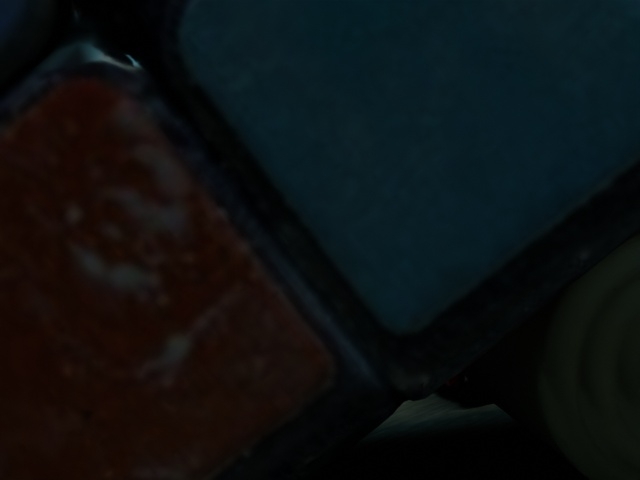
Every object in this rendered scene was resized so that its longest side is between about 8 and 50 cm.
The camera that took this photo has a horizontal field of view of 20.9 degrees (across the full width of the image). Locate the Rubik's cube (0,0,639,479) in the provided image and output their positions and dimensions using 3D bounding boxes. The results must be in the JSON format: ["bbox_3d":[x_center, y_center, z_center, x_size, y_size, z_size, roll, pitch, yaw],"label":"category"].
[{"bbox_3d":[-0.069,-0.081,0.668,0.316,0.318,0.313,-38,5,1],"label":"Rubik's cube"}]

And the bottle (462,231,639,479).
[{"bbox_3d":[0.120,0.041,0.684,0.104,0.104,0.245,-10,6,-6],"label":"bottle"}]

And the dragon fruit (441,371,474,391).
[{"bbox_3d":[0.093,0.014,0.926,0.127,0.121,0.161,-5,0,-17],"label":"dragon fruit"}]
